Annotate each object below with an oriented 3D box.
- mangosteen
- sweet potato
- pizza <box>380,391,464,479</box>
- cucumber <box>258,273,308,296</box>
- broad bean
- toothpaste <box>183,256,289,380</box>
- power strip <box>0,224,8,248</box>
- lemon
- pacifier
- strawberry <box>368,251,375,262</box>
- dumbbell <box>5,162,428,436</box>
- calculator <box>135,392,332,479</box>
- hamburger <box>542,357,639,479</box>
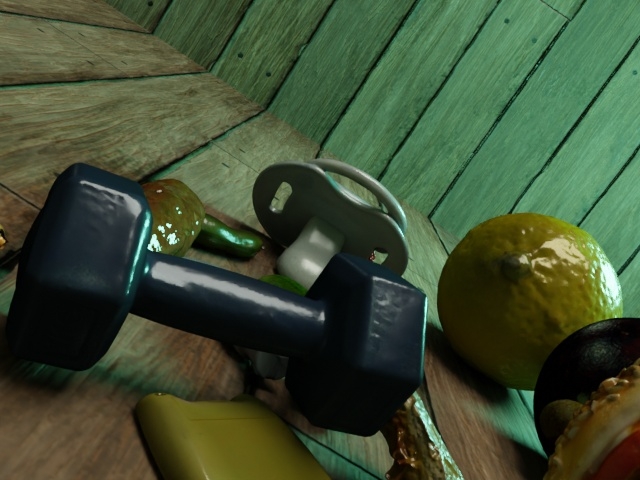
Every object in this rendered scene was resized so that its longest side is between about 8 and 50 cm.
[{"bbox_3d":[0.422,0.247,0.992,0.288,0.288,0.288,32,13,-8],"label":"mangosteen"},{"bbox_3d":[-0.190,-0.007,0.792,0.097,0.097,0.252,33,18,-5],"label":"sweet potato"},{"bbox_3d":[0.093,0.208,0.638,0.182,0.062,0.161,62,-2,-6],"label":"pizza"},{"bbox_3d":[0.000,0.112,0.888,0.250,0.056,0.056,42,15,34],"label":"cucumber"},{"bbox_3d":[-0.163,-0.018,0.975,0.254,0.046,0.065,25,9,-42],"label":"broad bean"},{"bbox_3d":[-0.096,0.074,0.809,0.089,0.057,0.234,21,10,-35],"label":"toothpaste"},{"bbox_3d":[-0.347,-0.047,0.653,0.178,0.028,0.049,37,13,11],"label":"power strip"},{"bbox_3d":[0.357,0.106,1.253,0.336,0.336,0.336,32,13,-8],"label":"lemon"},{"bbox_3d":[0.000,0.000,1.116,0.279,0.227,0.207,34,52,0],"label":"pacifier"},{"bbox_3d":[0.037,0.008,1.296,0.145,0.086,0.145,26,12,-6],"label":"strawberry"},{"bbox_3d":[-0.076,0.054,0.588,0.324,0.144,0.160,20,5,-22],"label":"dumbbell"},{"bbox_3d":[-0.035,0.195,0.540,0.236,0.033,0.157,45,16,33],"label":"calculator"},{"bbox_3d":[0.378,0.263,0.674,0.330,0.330,0.250,29,20,-23],"label":"hamburger"}]
